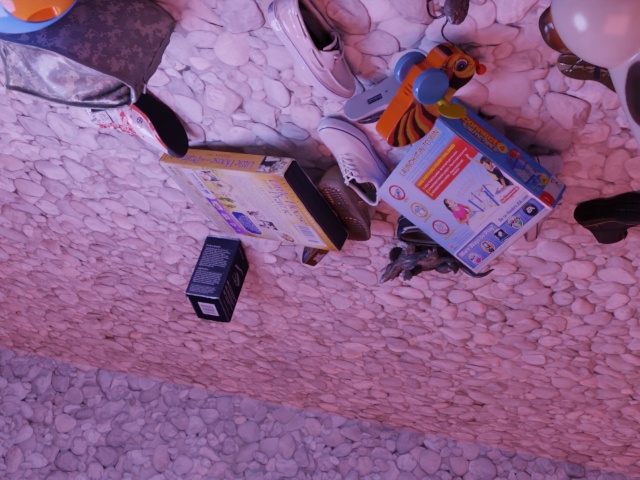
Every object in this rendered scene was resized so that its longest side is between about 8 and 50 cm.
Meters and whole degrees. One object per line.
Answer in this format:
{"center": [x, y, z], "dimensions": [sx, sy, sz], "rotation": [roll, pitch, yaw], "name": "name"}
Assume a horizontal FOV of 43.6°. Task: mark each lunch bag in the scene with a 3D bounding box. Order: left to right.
{"center": [-0.457, -0.386, 1.607], "dimensions": [0.287, 0.235, 0.169], "rotation": [15, 143, 2], "name": "lunch bag"}

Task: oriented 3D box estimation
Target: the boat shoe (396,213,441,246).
{"center": [0.340, -0.017, 1.979], "dimensions": [0.303, 0.091, 0.114], "rotation": [6, 147, 16], "name": "boat shoe"}

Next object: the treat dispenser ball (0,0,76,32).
{"center": [-0.552, -0.511, 1.400], "dimensions": [0.288, 0.288, 0.288], "rotation": [11, 148, 7], "name": "treat dispenser ball"}

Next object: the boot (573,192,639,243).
{"center": [0.697, -0.042, 1.816], "dimensions": [0.198, 0.076, 0.137], "rotation": [2, 153, 45], "name": "boot"}

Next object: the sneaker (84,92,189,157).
{"center": [-0.445, -0.287, 1.902], "dimensions": [0.145, 0.090, 0.270], "rotation": [-13, 135, 39], "name": "sneaker"}

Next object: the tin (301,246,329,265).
{"center": [0.000, 0.000, 2.146], "dimensions": [0.040, 0.106, 0.189], "rotation": [16, 150, -16], "name": "tin"}

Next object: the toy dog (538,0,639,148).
{"center": [0.532, -0.278, 1.246], "dimensions": [0.408, 0.395, 0.284], "rotation": [51, 161, 4], "name": "toy dog"}

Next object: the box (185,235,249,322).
{"center": [-0.300, 0.113, 2.357], "dimensions": [0.108, 0.207, 0.153], "rotation": [8, 147, 13], "name": "box"}

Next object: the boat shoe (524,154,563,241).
{"center": [0.497, -0.095, 1.794], "dimensions": [0.088, 0.096, 0.267], "rotation": [-8, 138, 4], "name": "boat shoe"}

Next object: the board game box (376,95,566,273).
{"center": [0.317, -0.110, 1.744], "dimensions": [0.302, 0.086, 0.308], "rotation": [39, 144, 1], "name": "board game box"}

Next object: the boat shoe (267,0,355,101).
{"center": [0.002, -0.372, 1.564], "dimensions": [0.084, 0.095, 0.258], "rotation": [-9, 143, 41], "name": "boat shoe"}

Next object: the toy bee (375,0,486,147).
{"center": [0.234, -0.303, 1.514], "dimensions": [0.162, 0.195, 0.298], "rotation": [5, 145, -31], "name": "toy bee"}

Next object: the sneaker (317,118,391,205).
{"center": [0.081, -0.177, 1.840], "dimensions": [0.094, 0.091, 0.258], "rotation": [-14, 138, 39], "name": "sneaker"}

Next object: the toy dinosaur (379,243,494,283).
{"center": [0.292, 0.048, 2.094], "dimensions": [0.314, 0.120, 0.160], "rotation": [-8, -173, 15], "name": "toy dinosaur"}

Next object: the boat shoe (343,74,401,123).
{"center": [0.141, -0.296, 1.666], "dimensions": [0.184, 0.065, 0.083], "rotation": [-18, 174, 18], "name": "boat shoe"}

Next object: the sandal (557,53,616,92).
{"center": [0.529, -0.318, 1.471], "dimensions": [0.180, 0.049, 0.072], "rotation": [21, 146, 20], "name": "sandal"}

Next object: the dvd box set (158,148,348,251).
{"center": [-0.168, -0.106, 1.999], "dimensions": [0.421, 0.062, 0.307], "rotation": [9, 151, 38], "name": "dvd box set"}

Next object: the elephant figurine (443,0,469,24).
{"center": [0.246, -0.470, 1.161], "dimensions": [0.170, 0.239, 0.186], "rotation": [-6, 142, 32], "name": "elephant figurine"}

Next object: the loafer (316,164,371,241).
{"center": [0.071, -0.089, 1.984], "dimensions": [0.102, 0.092, 0.268], "rotation": [5, 150, 22], "name": "loafer"}
